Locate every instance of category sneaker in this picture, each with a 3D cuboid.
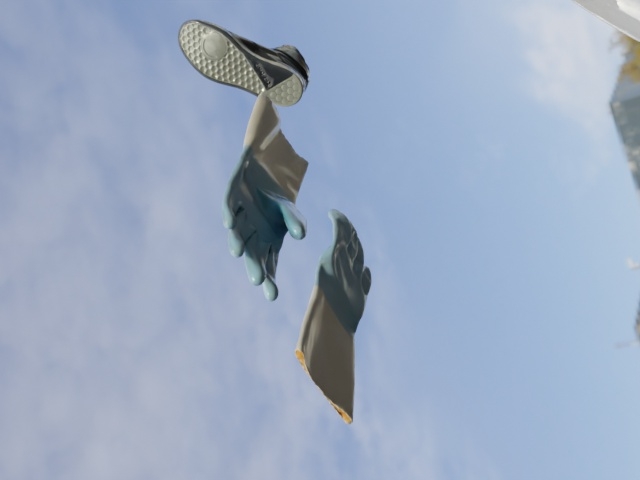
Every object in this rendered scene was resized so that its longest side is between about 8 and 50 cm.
[{"bbox_3d":[-0.120,-0.303,1.696,0.226,0.086,0.163,30,-158,-1],"label":"sneaker"}]

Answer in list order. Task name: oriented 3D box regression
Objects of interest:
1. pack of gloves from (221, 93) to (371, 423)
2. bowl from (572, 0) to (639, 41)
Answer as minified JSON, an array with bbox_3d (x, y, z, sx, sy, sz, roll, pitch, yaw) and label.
[{"bbox_3d":[0.000,0.000,0.830,0.195,0.046,0.232,54,-156,-25],"label":"pack of gloves"},{"bbox_3d":[0.337,-0.304,1.173,0.142,0.053,0.142,39,179,25],"label":"bowl"}]
